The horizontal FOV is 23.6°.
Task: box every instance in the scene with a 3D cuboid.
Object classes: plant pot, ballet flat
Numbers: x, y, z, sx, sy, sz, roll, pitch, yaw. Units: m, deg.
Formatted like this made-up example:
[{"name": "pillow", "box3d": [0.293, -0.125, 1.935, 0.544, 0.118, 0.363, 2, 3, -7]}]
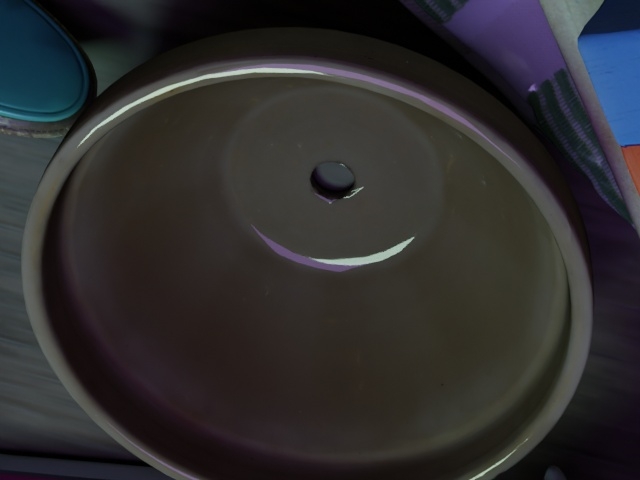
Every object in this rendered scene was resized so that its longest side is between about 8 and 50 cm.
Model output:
[{"name": "plant pot", "box3d": [0.000, 0.000, 0.665, 0.237, 0.110, 0.237, 6, 126, 8]}, {"name": "ballet flat", "box3d": [-0.195, -0.099, 0.667, 0.206, 0.073, 0.067, 30, 152, -8]}]

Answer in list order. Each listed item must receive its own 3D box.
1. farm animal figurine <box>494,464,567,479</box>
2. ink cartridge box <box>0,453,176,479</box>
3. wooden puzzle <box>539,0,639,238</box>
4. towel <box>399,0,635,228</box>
[{"name": "farm animal figurine", "box3d": [0.128, 0.188, 0.683, 0.330, 0.172, 0.327, -4, 163, -26]}, {"name": "ink cartridge box", "box3d": [-0.067, 0.210, 0.861, 0.371, 0.069, 0.176, 3, 126, 6]}, {"name": "wooden puzzle", "box3d": [0.241, -0.003, 0.514, 0.322, 0.080, 0.348, -3, 131, 41]}, {"name": "towel", "box3d": [0.132, -0.151, 0.580, 0.325, 0.038, 0.248, 42, 121, -17]}]
